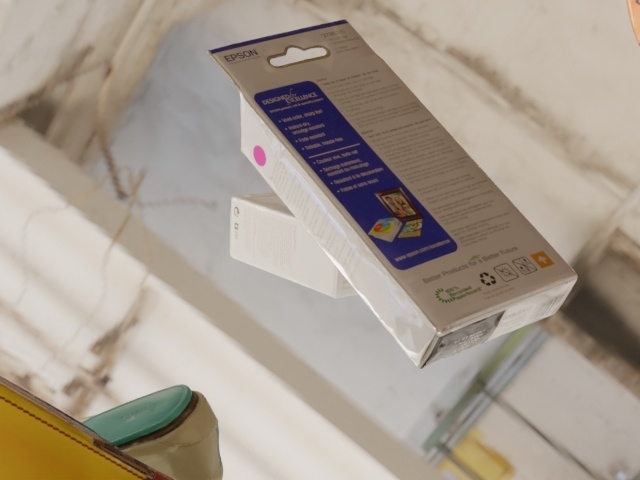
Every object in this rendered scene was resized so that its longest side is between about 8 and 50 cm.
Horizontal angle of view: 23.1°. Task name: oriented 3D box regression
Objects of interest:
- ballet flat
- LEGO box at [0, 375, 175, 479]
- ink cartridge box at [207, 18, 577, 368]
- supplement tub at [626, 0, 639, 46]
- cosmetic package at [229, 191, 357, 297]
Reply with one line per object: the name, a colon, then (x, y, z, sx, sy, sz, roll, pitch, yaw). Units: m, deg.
ballet flat: (-0.177, 0.169, 1.135, 0.086, 0.248, 0.086, 36, -132, -53)
LEGO box: (-0.346, 0.268, 0.862, 0.193, 0.500, 0.372, 14, 161, 47)
ink cartridge box: (0.056, -0.055, 1.454, 0.175, 0.069, 0.371, -18, -121, -35)
supplement tub: (0.267, -0.101, 0.627, 0.316, 0.193, 0.194, 1, -134, -48)
cosmetic package: (0.000, 0.000, 1.835, 0.117, 0.086, 0.231, -7, -164, -32)
